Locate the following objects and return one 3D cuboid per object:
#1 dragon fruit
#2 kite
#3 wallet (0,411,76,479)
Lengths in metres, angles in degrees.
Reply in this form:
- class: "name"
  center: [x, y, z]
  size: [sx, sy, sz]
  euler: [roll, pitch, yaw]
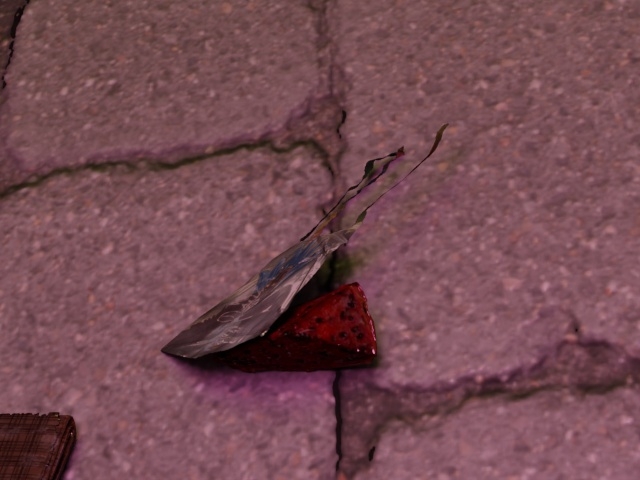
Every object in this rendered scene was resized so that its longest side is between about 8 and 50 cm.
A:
- class: "dragon fruit"
  center: [-0.025, 0.070, 1.513]
  size: [0.131, 0.097, 0.063]
  euler: [-20, 61, 46]
- class: "kite"
  center: [0.001, 0.002, 1.563]
  size: [0.310, 0.015, 0.169]
  euler: [-43, 15, -24]
- class: "wallet"
  center: [-0.319, 0.192, 1.504]
  size: [0.230, 0.042, 0.124]
  euler: [-2, 43, 14]
